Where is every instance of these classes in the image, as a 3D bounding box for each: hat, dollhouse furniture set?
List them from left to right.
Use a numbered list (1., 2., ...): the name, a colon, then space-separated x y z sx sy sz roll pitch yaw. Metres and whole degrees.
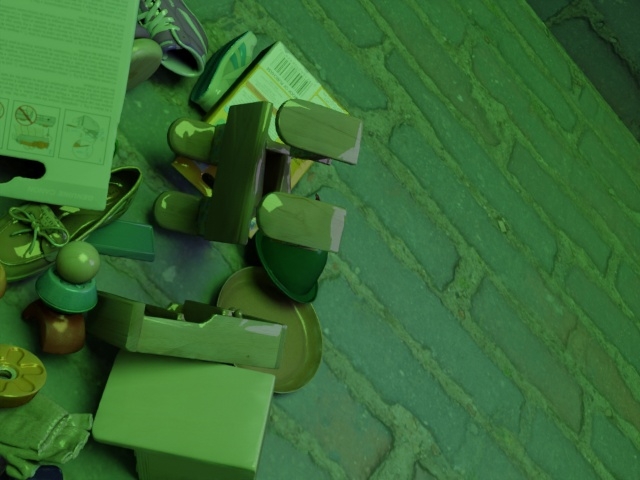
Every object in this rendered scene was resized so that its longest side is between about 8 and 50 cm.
1. dollhouse furniture set: -0.172 -0.025 1.298 0.257 0.362 0.394 13 86 -35
2. hat: 0.000 0.000 1.550 0.173 0.184 0.208 51 23 -9

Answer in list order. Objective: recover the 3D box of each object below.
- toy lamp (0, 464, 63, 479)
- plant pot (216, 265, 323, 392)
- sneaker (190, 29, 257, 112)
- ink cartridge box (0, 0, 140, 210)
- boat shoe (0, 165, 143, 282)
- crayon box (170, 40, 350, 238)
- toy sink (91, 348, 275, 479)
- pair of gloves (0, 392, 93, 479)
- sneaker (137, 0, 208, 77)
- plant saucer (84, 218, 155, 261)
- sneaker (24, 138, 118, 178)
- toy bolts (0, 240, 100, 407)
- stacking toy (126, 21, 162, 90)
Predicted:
1. toy lamp: -0.301 0.358 1.164 0.275 0.080 0.080 22 53 -33
2. plant pot: -0.094 0.160 1.520 0.236 0.032 0.236 22 53 -33
3. sneaker: -0.176 -0.326 1.697 0.092 0.087 0.228 43 50 -27
4. ink cartridge box: -0.437 -0.256 1.245 0.308 0.091 0.384 9 95 -15
5. boat shoe: -0.387 -0.038 1.281 0.104 0.089 0.285 51 46 -5
6. crayon box: -0.118 -0.186 1.597 0.203 0.083 0.323 44 69 -18
7. toy sink: -0.197 0.270 1.252 0.234 0.131 0.152 11 51 -1
8. pair of gloves: -0.411 0.290 1.055 0.204 0.042 0.240 8 46 5
9. sneaker: -0.300 -0.413 1.543 0.282 0.102 0.161 43 23 -33
10. plant saucer: -0.351 -0.011 1.381 0.192 0.018 0.067 10 60 -40
11. sneaker: -0.444 -0.255 1.371 0.146 0.134 0.343 -28 96 -56
12. toy bolts: -0.386 0.085 1.135 0.229 0.158 0.218 -5 39 -49
13. stacking toy: -0.413 -0.422 1.485 0.141 0.141 0.330 -26 82 -49
